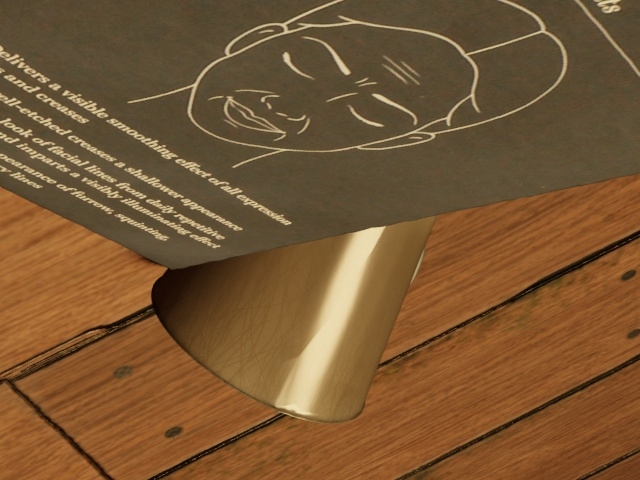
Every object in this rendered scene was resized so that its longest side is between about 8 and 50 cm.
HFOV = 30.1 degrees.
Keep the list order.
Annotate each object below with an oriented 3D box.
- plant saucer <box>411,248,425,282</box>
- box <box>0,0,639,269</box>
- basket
[{"bbox_3d":[0.017,0.044,1.109,0.195,0.037,0.195,-16,142,-13],"label":"plant saucer"},{"bbox_3d":[-0.013,-0.155,0.584,0.395,0.212,0.293,-11,154,33],"label":"box"},{"bbox_3d":[0.000,0.000,0.947,0.227,0.204,0.154,-59,173,26],"label":"basket"}]
